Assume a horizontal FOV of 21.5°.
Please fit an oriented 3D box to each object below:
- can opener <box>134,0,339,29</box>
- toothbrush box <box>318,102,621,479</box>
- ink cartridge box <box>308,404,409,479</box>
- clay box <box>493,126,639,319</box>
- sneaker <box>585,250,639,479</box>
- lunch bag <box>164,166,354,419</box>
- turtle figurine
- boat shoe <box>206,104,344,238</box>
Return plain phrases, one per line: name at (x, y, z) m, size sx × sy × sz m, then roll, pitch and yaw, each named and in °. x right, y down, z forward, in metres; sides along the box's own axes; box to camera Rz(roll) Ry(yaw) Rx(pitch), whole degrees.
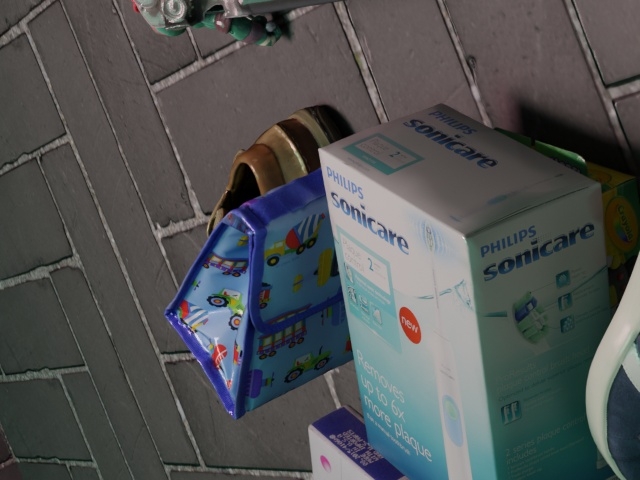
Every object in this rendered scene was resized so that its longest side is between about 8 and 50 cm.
can opener at (-0.041, -0.243, 1.485) m, size 0.283 × 0.095 × 0.076 m, roll -5°, pitch 111°, yaw 26°
toothbrush box at (0.122, 0.067, 1.342) m, size 0.216 × 0.126 × 0.295 m, roll 36°, pitch 141°, yaw 53°
ink cartridge box at (0.114, 0.385, 1.789) m, size 0.324 × 0.071 × 0.330 m, roll 35°, pitch 141°, yaw 44°
clay box at (0.204, 0.016, 1.344) m, size 0.127 × 0.053 × 0.222 m, roll 27°, pitch 134°, yaw 56°
sneaker at (0.285, 0.079, 1.153) m, size 0.148 × 0.131 × 0.350 m, roll 50°, pitch 150°, yaw 38°
lunch bag at (0.000, 0.000, 1.526) m, size 0.138 × 0.221 × 0.293 m, roll 54°, pitch 152°, yaw 23°
turtle figurine at (-0.109, -0.257, 1.649) m, size 0.175 × 0.118 × 0.234 m, roll 53°, pitch 143°, yaw 2°
boat shoe at (-0.062, -0.017, 1.746) m, size 0.122 × 0.120 × 0.324 m, roll 54°, pitch 152°, yaw 24°
